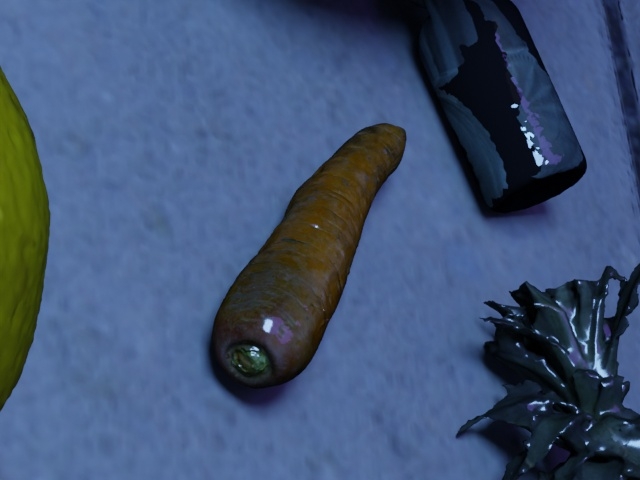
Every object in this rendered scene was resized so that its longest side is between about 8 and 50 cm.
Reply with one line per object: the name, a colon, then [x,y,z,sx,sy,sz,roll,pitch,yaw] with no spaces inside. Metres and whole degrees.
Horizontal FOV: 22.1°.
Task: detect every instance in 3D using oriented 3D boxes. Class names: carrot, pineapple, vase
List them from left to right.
carrot: [0.000,0.000,0.745,0.047,0.047,0.191,46,36,-12]
vase: [0.077,-0.120,0.889,0.060,0.060,0.211,-6,68,-47]
pineapple: [0.143,0.126,0.758,0.125,0.125,0.251,7,54,-43]

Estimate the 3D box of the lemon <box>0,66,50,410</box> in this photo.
lemon: [-0.174,0.003,0.447,0.231,0.192,0.192,-26,83,-51]
